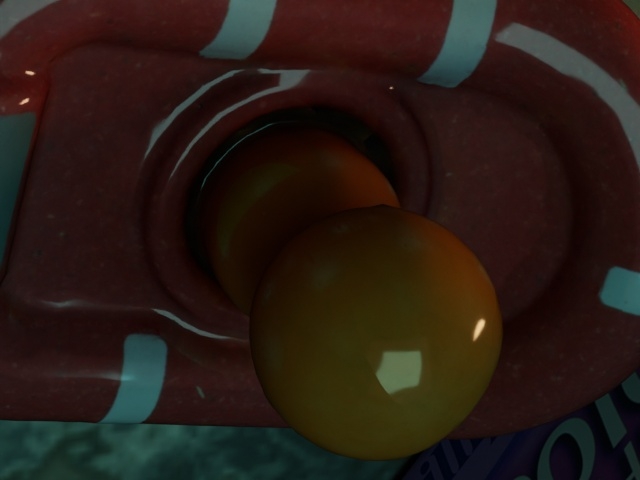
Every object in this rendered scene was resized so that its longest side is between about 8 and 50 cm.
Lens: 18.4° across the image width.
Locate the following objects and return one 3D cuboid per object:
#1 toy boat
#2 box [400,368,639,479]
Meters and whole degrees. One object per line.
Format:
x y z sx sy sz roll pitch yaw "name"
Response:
0.000 0.000 0.501 0.231 0.151 0.151 4 118 -25 "toy boat"
0.150 0.100 0.569 0.117 0.243 0.213 27 107 -32 "box"
